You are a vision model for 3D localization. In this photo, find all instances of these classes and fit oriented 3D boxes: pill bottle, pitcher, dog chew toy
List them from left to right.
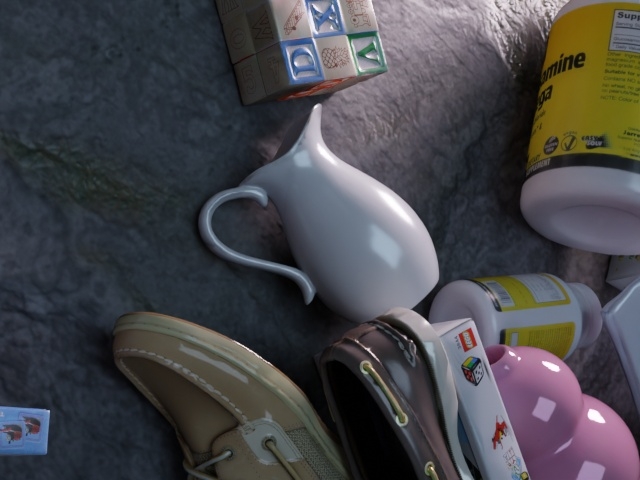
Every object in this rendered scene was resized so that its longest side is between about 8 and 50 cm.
[{"bbox_3d":[0.000,0.000,1.241,0.177,0.125,0.207,-41,95,-13],"label":"pitcher"},{"bbox_3d":[0.214,0.088,1.376,0.184,0.103,0.103,-3,82,-36],"label":"pill bottle"},{"bbox_3d":[0.238,0.246,1.284,0.206,0.206,0.332,-43,114,-34],"label":"dog chew toy"},{"bbox_3d":[0.344,-0.167,1.470,0.188,0.188,0.334,25,66,-30],"label":"pill bottle"}]

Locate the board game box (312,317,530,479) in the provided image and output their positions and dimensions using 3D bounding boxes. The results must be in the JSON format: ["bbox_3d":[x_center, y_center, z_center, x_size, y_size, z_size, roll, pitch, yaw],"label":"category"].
[{"bbox_3d":[0.116,0.233,1.221,0.053,0.193,0.305,-23,94,-37],"label":"board game box"}]

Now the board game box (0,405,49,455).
[{"bbox_3d":[-0.329,0.138,0.937,0.211,0.160,0.039,7,77,-34],"label":"board game box"}]

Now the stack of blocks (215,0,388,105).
[{"bbox_3d":[-0.025,-0.297,1.289,0.171,0.087,0.297,-13,89,-37],"label":"stack of blocks"}]

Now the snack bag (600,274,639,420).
[{"bbox_3d":[0.475,0.083,1.462,0.342,0.037,0.323,-37,130,-12],"label":"snack bag"}]

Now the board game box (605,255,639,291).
[{"bbox_3d":[0.491,-0.042,1.608,0.224,0.097,0.303,31,64,-28],"label":"board game box"}]

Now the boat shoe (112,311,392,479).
[{"bbox_3d":[-0.061,0.191,1.145,0.341,0.121,0.110,42,59,-24],"label":"boat shoe"}]

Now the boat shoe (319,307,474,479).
[{"bbox_3d":[0.082,0.227,1.133,0.096,0.116,0.324,-22,101,-37],"label":"boat shoe"}]
